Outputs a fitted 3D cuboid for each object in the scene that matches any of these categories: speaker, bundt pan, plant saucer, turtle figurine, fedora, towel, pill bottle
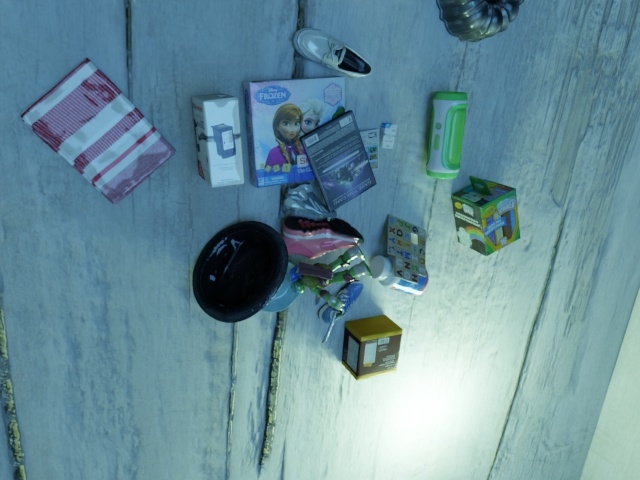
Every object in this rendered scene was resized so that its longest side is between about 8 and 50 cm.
[{"bbox_3d":[0.452,-0.378,1.797,0.131,0.131,0.297,-7,112,-24],"label":"speaker"},{"bbox_3d":[0.556,-0.839,1.676,0.330,0.124,0.331,-9,112,-23],"label":"bundt pan"},{"bbox_3d":[-0.159,0.155,1.744,0.195,0.037,0.195,-9,112,-23],"label":"plant saucer"},{"bbox_3d":[0.052,0.152,1.735,0.266,0.198,0.275,-29,98,10],"label":"turtle figurine"},{"bbox_3d":[-0.237,0.109,1.597,0.334,0.334,0.152,-45,156,-5],"label":"fedora"},{"bbox_3d":[-0.592,-0.286,1.361,0.237,0.037,0.329,-44,122,-7],"label":"towel"},{"bbox_3d":[0.296,0.129,1.912,0.221,0.124,0.124,19,100,-30],"label":"pill bottle"}]

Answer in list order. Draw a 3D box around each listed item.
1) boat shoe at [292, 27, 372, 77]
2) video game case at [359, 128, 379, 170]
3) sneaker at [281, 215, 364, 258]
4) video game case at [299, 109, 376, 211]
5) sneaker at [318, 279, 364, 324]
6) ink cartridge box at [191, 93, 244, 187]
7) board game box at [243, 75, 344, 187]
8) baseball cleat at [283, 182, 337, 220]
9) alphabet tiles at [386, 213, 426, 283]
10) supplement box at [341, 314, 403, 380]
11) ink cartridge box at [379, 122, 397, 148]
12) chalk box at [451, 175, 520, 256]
[{"bbox_3d":[0.044,-0.571,1.540,0.267,0.088,0.096,21,99,-31],"label":"boat shoe"},{"bbox_3d":[0.138,-0.301,1.716,0.157,0.019,0.143,-17,116,-33],"label":"video game case"},{"bbox_3d":[-0.001,0.000,1.742,0.313,0.116,0.136,5,123,-26],"label":"sneaker"},{"bbox_3d":[0.064,-0.256,1.632,0.196,0.026,0.274,-32,122,-15],"label":"video game case"},{"bbox_3d":[0.090,0.237,1.874,0.211,0.081,0.080,-45,120,-7],"label":"sneaker"},{"bbox_3d":[-0.294,-0.289,1.427,0.100,0.172,0.237,-10,113,-23],"label":"ink cartridge box"},{"bbox_3d":[-0.073,-0.345,1.578,0.318,0.066,0.318,-12,114,-24],"label":"board game box"},{"bbox_3d":[-0.022,-0.134,1.684,0.206,0.072,0.109,11,97,-33],"label":"baseball cleat"},{"bbox_3d":[0.324,0.038,1.878,0.198,0.009,0.237,20,63,-31],"label":"alphabet tiles"},{"bbox_3d":[0.201,0.419,1.971,0.191,0.129,0.194,-5,111,-25],"label":"supplement box"},{"bbox_3d":[0.234,-0.366,1.748,0.048,0.028,0.083,1,108,-27],"label":"ink cartridge box"},{"bbox_3d":[0.643,-0.121,1.958,0.179,0.180,0.289,-25,119,-16],"label":"chalk box"}]
